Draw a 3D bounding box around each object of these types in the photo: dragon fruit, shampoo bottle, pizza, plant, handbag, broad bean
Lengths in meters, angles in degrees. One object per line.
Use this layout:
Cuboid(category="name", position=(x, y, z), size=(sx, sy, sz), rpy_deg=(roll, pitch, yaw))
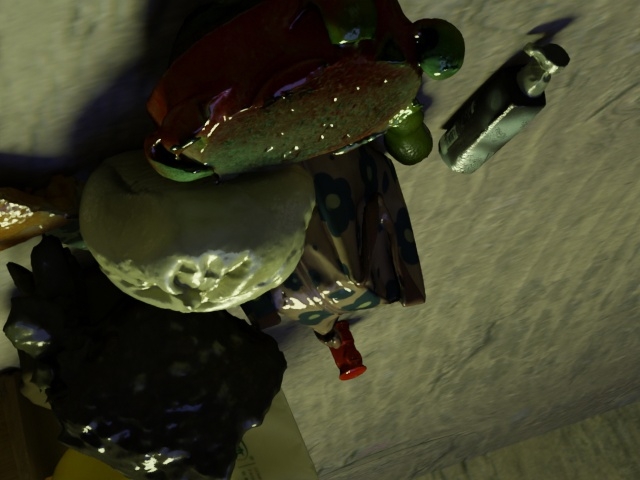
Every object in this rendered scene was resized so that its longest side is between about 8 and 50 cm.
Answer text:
Cuboid(category="dragon fruit", position=(-0.024, -0.149, 1.401), size=(0.295, 0.130, 0.268), rpy_deg=(-20, 161, -4))
Cuboid(category="shampoo bottle", position=(0.202, -0.150, 1.759), size=(0.063, 0.057, 0.208), rpy_deg=(0, 151, -31))
Cuboid(category="pizza", position=(-0.356, -0.009, 1.542), size=(0.271, 0.056, 0.134), rpy_deg=(-21, 163, 1))
Cuboid(category="plant", position=(-0.205, 0.128, 1.664), size=(0.213, 0.312, 0.215), rpy_deg=(-63, -173, -5))
Cuboid(category="handbag", position=(0.000, 0.000, 1.736), size=(0.190, 0.193, 0.251), rpy_deg=(-24, 161, 19))
Cuboid(category="broad bean", position=(0.081, -0.136, 1.675), size=(0.052, 0.053, 0.256), rpy_deg=(14, 167, 16))

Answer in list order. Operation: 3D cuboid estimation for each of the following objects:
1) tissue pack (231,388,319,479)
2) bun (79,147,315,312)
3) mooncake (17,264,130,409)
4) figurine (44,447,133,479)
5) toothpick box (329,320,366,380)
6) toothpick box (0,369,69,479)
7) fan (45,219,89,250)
Cuboid(category="tissue pack", position=(-0.150, 0.365, 2.284), size=(0.207, 0.380, 0.297), rpy_deg=(-12, 160, -34))
Cuboid(category="bun", position=(-0.118, -0.010, 1.544), size=(0.229, 0.145, 0.229), rpy_deg=(-1, -166, 0))
Cuboid(category="mooncake", position=(-0.252, 0.110, 1.883), size=(0.228, 0.124, 0.228), rpy_deg=(-14, 159, -6))
Cuboid(category="figurine", position=(-0.213, 0.252, 2.041), size=(0.344, 0.187, 0.215), rpy_deg=(-61, 164, -23))
Cuboid(category="toothpick box", position=(0.036, 0.168, 2.399), size=(0.047, 0.083, 0.047), rpy_deg=(-20, 160, -8))
Cuboid(category="toothpick box", position=(-0.482, 0.322, 2.135), size=(0.308, 0.190, 0.187), rpy_deg=(-21, 162, 14))
Cuboid(category="fan", position=(-0.208, -0.022, 1.736), size=(0.240, 0.009, 0.131), rpy_deg=(0, 151, -47))
